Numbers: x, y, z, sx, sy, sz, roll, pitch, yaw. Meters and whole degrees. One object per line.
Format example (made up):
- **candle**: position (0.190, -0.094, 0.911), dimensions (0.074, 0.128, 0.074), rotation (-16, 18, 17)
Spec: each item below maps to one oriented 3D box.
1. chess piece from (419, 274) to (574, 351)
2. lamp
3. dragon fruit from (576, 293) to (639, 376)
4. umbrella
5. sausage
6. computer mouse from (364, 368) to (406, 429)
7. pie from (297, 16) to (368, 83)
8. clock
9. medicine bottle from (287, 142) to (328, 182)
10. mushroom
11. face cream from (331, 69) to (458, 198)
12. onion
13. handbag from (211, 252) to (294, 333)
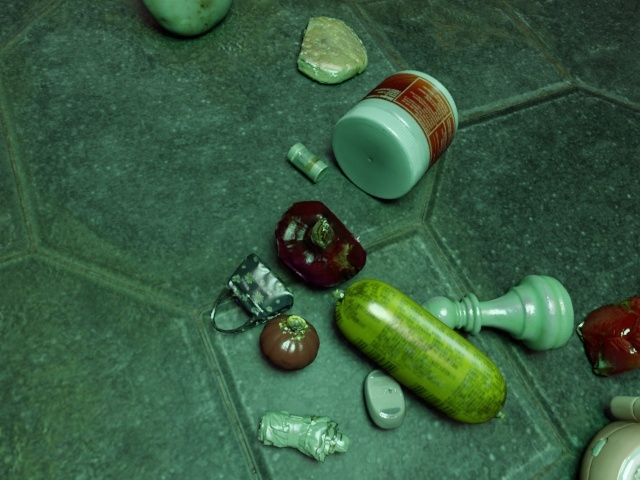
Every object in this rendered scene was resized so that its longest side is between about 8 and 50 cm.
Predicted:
- **chess piece**: position (0.294, 0.134, 0.757), dimensions (0.271, 0.139, 0.139), rotation (-1, 63, 2)
- **lamp**: position (-0.050, 0.168, 0.682), dimensions (0.101, 0.090, 0.101), rotation (13, 28, -7)
- **dragon fruit**: position (0.584, 0.171, 0.766), dimensions (0.127, 0.161, 0.121), rotation (-11, 67, -28)
- **umbrella**: position (-0.025, 0.299, 0.637), dimensions (0.143, 0.062, 0.067), rotation (14, 30, 4)
- **sausage**: position (0.165, 0.183, 0.689), dimensions (0.347, 0.123, 0.123), rotation (37, 63, 3)
- **computer mouse**: position (0.106, 0.267, 0.689), dimensions (0.066, 0.039, 0.096), rotation (-2, 46, -12)
- **pie**: position (0.034, -0.484, 1.050), dimensions (0.185, 0.052, 0.218), rotation (13, 60, -2)
- **clock**: position (0.523, 0.409, 0.649), dimensions (0.227, 0.142, 0.241), rotation (42, 73, 12)
- **medicine bottle**: position (-0.027, -0.166, 0.880), dimensions (0.083, 0.047, 0.047), rotation (41, 64, 11)
- **mushroom**: position (-0.336, -0.617, 0.968), dimensions (0.243, 0.243, 0.244), rotation (4, 63, -8)
- **face cream**: position (0.154, -0.218, 0.852), dimensions (0.201, 0.201, 0.187), rotation (39, 63, 10)
- **onion**: position (-0.010, 0.012, 0.718), dimensions (0.173, 0.198, 0.135), rotation (42, 94, 8)
- **handbag**: position (-0.126, 0.105, 0.711), dimensions (0.139, 0.072, 0.115), rotation (-41, 78, -21)
